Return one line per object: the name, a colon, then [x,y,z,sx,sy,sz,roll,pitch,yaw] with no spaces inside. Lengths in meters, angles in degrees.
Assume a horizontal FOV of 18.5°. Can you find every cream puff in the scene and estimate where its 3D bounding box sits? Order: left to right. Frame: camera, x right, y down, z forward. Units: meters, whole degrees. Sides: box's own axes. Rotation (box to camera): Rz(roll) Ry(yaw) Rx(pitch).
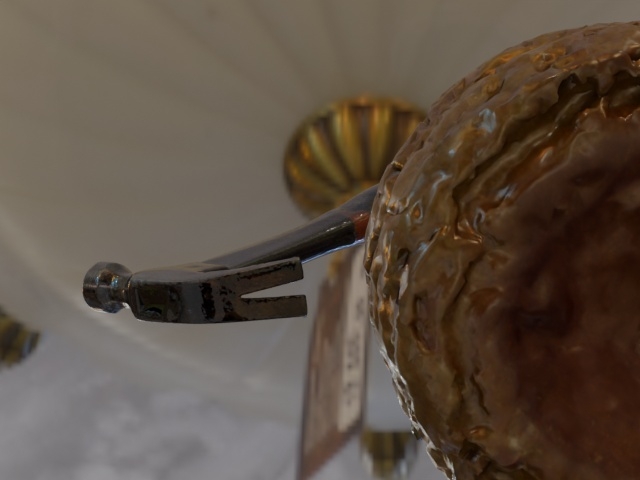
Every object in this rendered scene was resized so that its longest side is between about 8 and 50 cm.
cream puff: [0.091,0.013,0.684,0.183,0.169,0.183,-2,-81,-13]

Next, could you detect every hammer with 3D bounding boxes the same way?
hammer: [0.000,0.000,1.252,0.137,0.290,0.037,6,-71,43]
